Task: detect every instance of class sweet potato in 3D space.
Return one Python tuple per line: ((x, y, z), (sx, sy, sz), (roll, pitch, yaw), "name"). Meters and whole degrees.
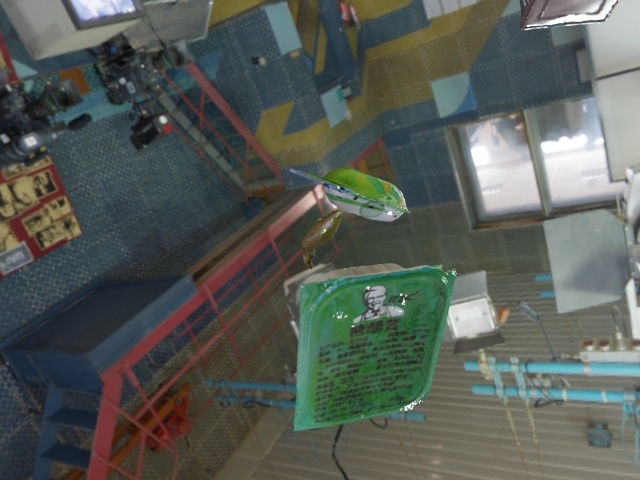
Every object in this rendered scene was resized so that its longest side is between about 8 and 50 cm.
((-0.005, -0.004, 0.842), (0.038, 0.041, 0.153), (-44, 171, -43), "sweet potato")

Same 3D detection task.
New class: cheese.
((0.059, -0.096, 0.985), (0.204, 0.083, 0.321), (26, -168, 32), "cheese")

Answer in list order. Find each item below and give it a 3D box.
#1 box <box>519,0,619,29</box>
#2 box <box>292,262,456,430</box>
((0.231, -0.243, 0.474), (0.085, 0.063, 0.060), (-5, 165, 4), "box")
((0.072, 0.168, 0.886), (0.265, 0.336, 0.106), (-6, -149, -17), "box")
